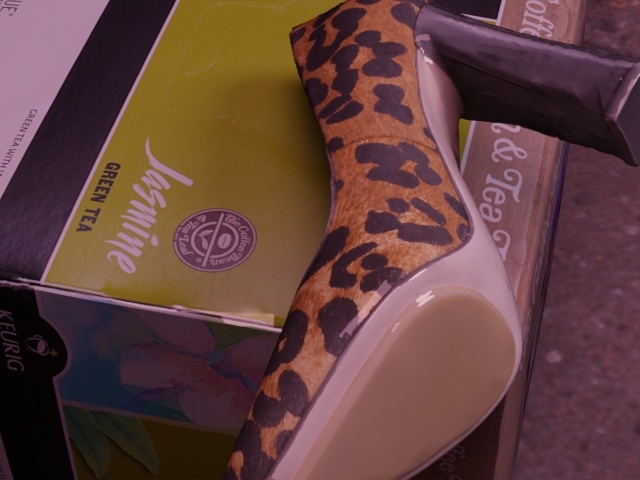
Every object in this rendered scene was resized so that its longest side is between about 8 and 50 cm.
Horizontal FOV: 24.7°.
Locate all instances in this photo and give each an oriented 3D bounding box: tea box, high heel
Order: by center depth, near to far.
[{"bbox_3d":[0.000,0.000,0.599,0.186,0.093,0.261,21,59,39],"label":"high heel"},{"bbox_3d":[-0.035,-0.013,0.799,0.324,0.220,0.329,9,47,11],"label":"tea box"}]
